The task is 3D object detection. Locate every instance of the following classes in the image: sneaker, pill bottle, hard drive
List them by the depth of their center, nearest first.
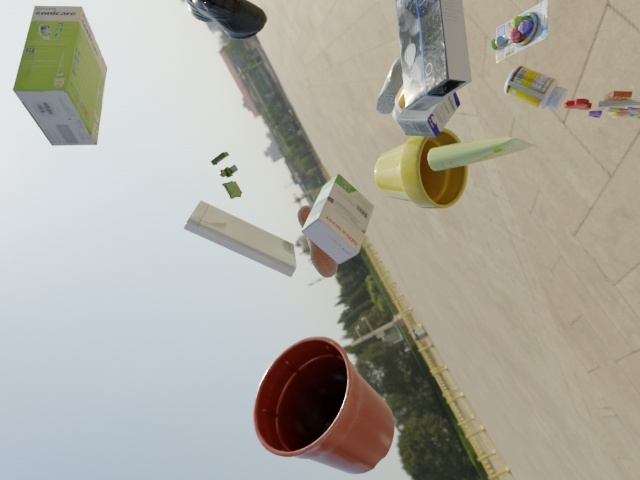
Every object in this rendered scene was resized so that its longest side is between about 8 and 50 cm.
[{"bbox_3d":[-0.287,-0.672,1.300,0.286,0.109,0.130,24,176,14],"label":"sneaker"},{"bbox_3d":[-0.247,-0.011,1.464,0.352,0.047,0.233,26,-166,-13],"label":"hard drive"},{"bbox_3d":[0.353,-0.529,1.651,0.137,0.136,0.246,64,157,15],"label":"pill bottle"},{"bbox_3d":[0.842,-0.591,1.776,0.214,0.117,0.117,35,172,23],"label":"pill bottle"},{"bbox_3d":[0.290,-0.613,1.805,0.095,0.089,0.235,-85,16,-48],"label":"sneaker"},{"bbox_3d":[0.000,0.000,1.841,0.121,0.108,0.303,-13,-97,-79],"label":"sneaker"}]

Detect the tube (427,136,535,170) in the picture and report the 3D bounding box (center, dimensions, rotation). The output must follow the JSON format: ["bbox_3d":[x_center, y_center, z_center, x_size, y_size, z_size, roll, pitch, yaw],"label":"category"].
[{"bbox_3d":[0.370,-0.211,1.080,0.240,0.070,0.062,-3,127,48],"label":"tube"}]

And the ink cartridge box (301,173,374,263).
[{"bbox_3d":[0.055,-0.065,1.346,0.160,0.092,0.220,41,-136,-17],"label":"ink cartridge box"}]

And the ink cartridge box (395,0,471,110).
[{"bbox_3d":[0.232,-0.467,0.973,0.165,0.065,0.334,161,106,-69],"label":"ink cartridge box"}]

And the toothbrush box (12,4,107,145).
[{"bbox_3d":[-0.651,-0.418,1.165,0.206,0.121,0.284,103,164,-64],"label":"toothbrush box"}]

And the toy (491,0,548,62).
[{"bbox_3d":[0.698,-0.746,1.622,0.237,0.056,0.137,178,93,-71],"label":"toy"}]

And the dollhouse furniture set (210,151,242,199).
[{"bbox_3d":[-0.303,-0.219,1.537,0.152,0.058,0.076,60,-161,-3],"label":"dollhouse furniture set"}]

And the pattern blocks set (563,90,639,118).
[{"bbox_3d":[0.962,-0.405,1.390,0.324,0.285,0.026,-160,79,-66],"label":"pattern blocks set"}]

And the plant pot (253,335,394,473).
[{"bbox_3d":[0.029,0.411,1.082,0.265,0.272,0.273,45,-166,-35],"label":"plant pot"}]

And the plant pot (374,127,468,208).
[{"bbox_3d":[0.320,-0.230,1.521,0.238,0.254,0.254,2,127,53],"label":"plant pot"}]

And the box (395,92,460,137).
[{"bbox_3d":[0.312,-0.374,1.319,0.126,0.137,0.072,22,162,51],"label":"box"}]
